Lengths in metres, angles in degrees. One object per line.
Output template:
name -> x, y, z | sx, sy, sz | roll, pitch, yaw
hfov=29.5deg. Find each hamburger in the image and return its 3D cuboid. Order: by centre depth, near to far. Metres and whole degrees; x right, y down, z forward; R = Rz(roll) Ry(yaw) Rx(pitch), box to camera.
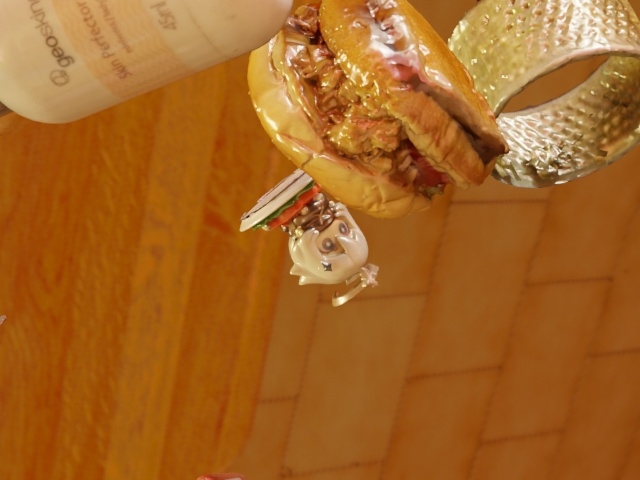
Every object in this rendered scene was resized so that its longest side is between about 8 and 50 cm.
hamburger -> 0.054, -0.133, 1.157 | 0.163, 0.244, 0.244 | -40, 133, 16

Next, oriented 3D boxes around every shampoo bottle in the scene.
shampoo bottle -> -0.107, -0.076, 0.441 | 0.192, 0.074, 0.074 | -19, 131, 14

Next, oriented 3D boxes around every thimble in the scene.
thimble -> 0.298, -0.201, 1.548 | 0.271, 0.150, 0.270 | -13, 146, -9

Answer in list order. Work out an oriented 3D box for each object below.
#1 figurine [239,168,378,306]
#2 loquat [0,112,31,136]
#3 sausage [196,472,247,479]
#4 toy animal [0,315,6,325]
figurine -> 0.000, 0.000, 1.359 | 0.132, 0.132, 0.153 | -40, 98, -10
loquat -> -0.456, -0.212, 1.685 | 0.163, 0.163, 0.137 | -46, 114, -4
sausage -> -0.123, 0.307, 1.526 | 0.029, 0.029, 0.223 | -48, 167, -2
toy animal -> -0.421, 0.078, 1.155 | 0.219, 0.155, 0.095 | 24, 134, -13
